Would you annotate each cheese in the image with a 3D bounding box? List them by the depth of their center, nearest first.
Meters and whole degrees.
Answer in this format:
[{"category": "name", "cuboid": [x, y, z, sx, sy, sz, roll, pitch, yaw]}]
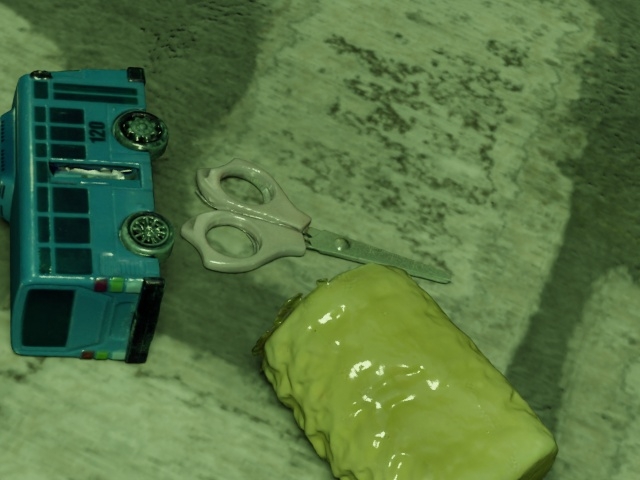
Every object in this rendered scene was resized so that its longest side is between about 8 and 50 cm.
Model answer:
[{"category": "cheese", "cuboid": [0.052, 0.100, 0.941, 0.123, 0.094, 0.167, -22, 60, -34]}]

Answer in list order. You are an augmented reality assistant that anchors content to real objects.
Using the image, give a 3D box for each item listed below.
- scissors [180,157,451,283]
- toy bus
[{"category": "scissors", "cuboid": [0.000, 0.000, 1.067, 0.189, 0.015, 0.100, 17, 49, -6]}, {"category": "toy bus", "cuboid": [-0.151, -0.022, 0.984, 0.106, 0.090, 0.184, 2, 51, -14]}]
